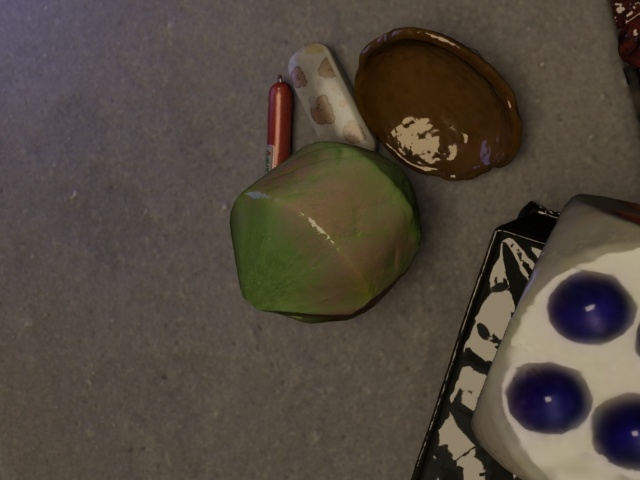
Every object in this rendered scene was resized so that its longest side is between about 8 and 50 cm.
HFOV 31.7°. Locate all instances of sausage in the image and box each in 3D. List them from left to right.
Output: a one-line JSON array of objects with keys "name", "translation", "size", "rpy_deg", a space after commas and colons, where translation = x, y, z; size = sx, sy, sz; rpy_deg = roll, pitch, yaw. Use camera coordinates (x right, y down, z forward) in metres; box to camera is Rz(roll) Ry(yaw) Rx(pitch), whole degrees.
[{"name": "sausage", "translation": [-0.055, -0.081, 1.422], "size": [0.034, 0.034, 0.253], "rpy_deg": [6, 96, 19]}]

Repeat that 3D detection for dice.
[{"name": "dice", "translation": [0.296, 0.102, 0.981], "size": [0.259, 0.251, 0.243], "rpy_deg": [22, 103, 15]}]

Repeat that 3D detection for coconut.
[{"name": "coconut", "translation": [0.000, 0.000, 1.292], "size": [0.236, 0.236, 0.204], "rpy_deg": [1, 135, 20]}]

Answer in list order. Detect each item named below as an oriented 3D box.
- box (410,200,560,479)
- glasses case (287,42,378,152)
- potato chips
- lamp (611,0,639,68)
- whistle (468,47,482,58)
[{"name": "box", "translation": [0.277, 0.161, 1.235], "size": [0.251, 0.204, 0.345], "rpy_deg": [20, 101, 17]}, {"name": "glasses case", "translation": [0.015, -0.164, 1.385], "size": [0.063, 0.041, 0.164], "rpy_deg": [-27, 85, 20]}, {"name": "potato chips", "translation": [0.141, -0.164, 1.313], "size": [0.208, 0.062, 0.195], "rpy_deg": [19, 132, 14]}, {"name": "lamp", "translation": [0.441, -0.212, 1.184], "size": [0.215, 0.151, 0.223], "rpy_deg": [-36, 40, 14]}, {"name": "whistle", "translation": [0.149, -0.216, 1.336], "size": [0.100, 0.035, 0.035], "rpy_deg": [13, 99, 19]}]
